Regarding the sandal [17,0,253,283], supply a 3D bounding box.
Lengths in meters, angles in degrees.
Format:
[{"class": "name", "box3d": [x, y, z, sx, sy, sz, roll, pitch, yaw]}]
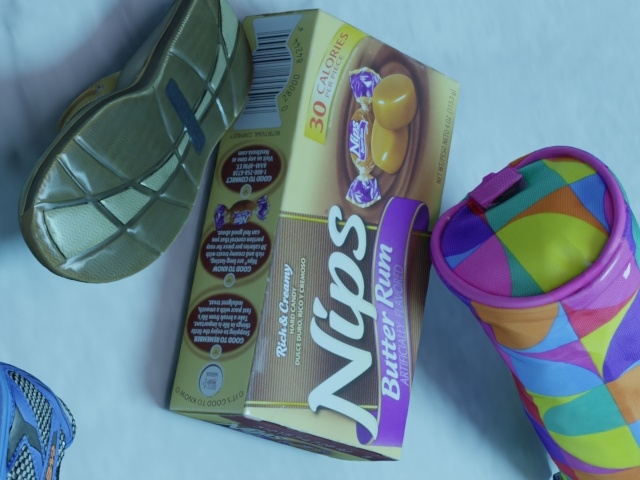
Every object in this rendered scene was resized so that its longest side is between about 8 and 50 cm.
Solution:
[{"class": "sandal", "box3d": [-0.081, -0.044, 0.821, 0.072, 0.049, 0.180, 66, 33, -30]}]

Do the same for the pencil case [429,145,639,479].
[{"class": "pencil case", "box3d": [0.133, 0.052, 0.973, 0.104, 0.104, 0.236, -65, 147, -25]}]

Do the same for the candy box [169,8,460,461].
[{"class": "candy box", "box3d": [0.000, 0.000, 0.898, 0.109, 0.053, 0.186, 23, 72, -45]}]

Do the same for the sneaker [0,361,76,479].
[{"class": "sneaker", "box3d": [-0.129, 0.148, 0.740, 0.087, 0.083, 0.221, 13, 82, -51]}]
